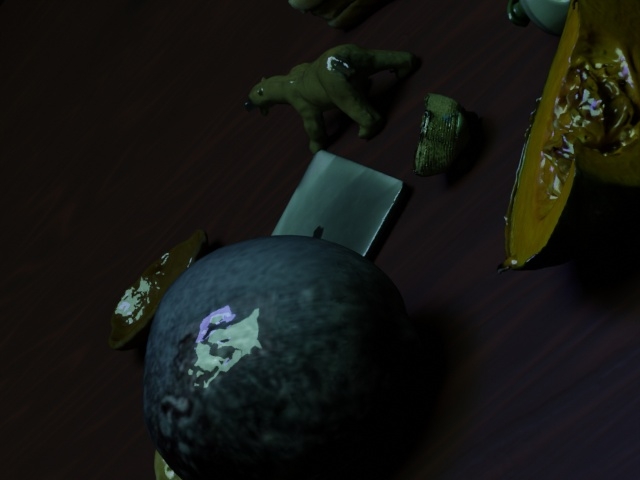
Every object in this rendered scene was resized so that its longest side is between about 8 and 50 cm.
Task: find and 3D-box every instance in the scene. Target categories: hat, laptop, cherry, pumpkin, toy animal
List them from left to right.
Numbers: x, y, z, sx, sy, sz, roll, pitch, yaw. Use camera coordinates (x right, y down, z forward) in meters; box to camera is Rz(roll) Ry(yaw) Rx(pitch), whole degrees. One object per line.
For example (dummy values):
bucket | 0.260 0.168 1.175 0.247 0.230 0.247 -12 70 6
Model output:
cherry | -0.044 0.117 1.693 0.296 0.218 0.255 -23 36 35
laptop | 0.000 0.000 1.999 0.188 0.015 0.269 -60 22 -1
toy animal | 0.005 -0.171 2.087 0.218 0.101 0.103 -13 52 61
hat | 0.123 -0.102 1.810 0.077 0.059 0.076 -74 -10 -53
pumpkin | 0.224 -0.075 1.531 0.163 0.111 0.278 121 162 -48

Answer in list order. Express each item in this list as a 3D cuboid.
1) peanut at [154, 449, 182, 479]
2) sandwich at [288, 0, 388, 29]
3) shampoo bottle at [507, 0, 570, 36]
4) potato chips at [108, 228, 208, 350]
peanut | -0.101 0.182 1.889 0.229 0.098 0.103 -63 -10 0
sandwich | 0.076 -0.406 2.238 0.249 0.095 0.273 -32 36 55
shampoo bottle | 0.253 -0.256 1.685 0.234 0.087 0.118 -32 33 50
potato chips | -0.195 0.068 2.285 0.202 0.049 0.150 -49 21 30
